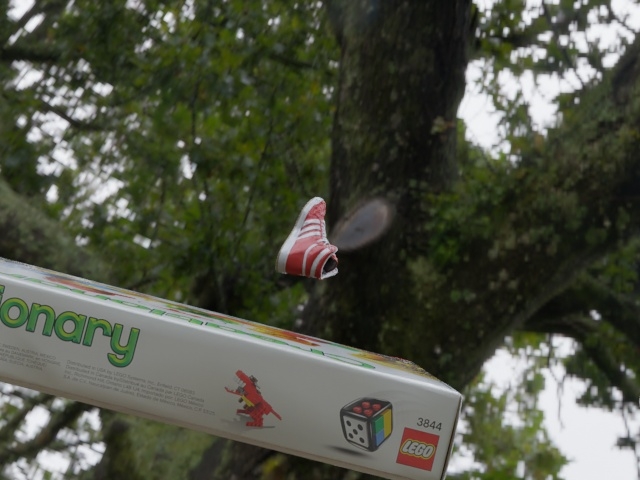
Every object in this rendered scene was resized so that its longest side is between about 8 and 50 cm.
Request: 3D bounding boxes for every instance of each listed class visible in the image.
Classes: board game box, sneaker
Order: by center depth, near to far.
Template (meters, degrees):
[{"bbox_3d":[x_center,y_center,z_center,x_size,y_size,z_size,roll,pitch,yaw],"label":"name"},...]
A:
[{"bbox_3d":[-0.088,0.061,0.628,0.305,0.193,0.053,14,-92,-3],"label":"board game box"},{"bbox_3d":[0.000,0.000,1.316,0.067,0.118,0.042,14,-40,16],"label":"sneaker"}]
